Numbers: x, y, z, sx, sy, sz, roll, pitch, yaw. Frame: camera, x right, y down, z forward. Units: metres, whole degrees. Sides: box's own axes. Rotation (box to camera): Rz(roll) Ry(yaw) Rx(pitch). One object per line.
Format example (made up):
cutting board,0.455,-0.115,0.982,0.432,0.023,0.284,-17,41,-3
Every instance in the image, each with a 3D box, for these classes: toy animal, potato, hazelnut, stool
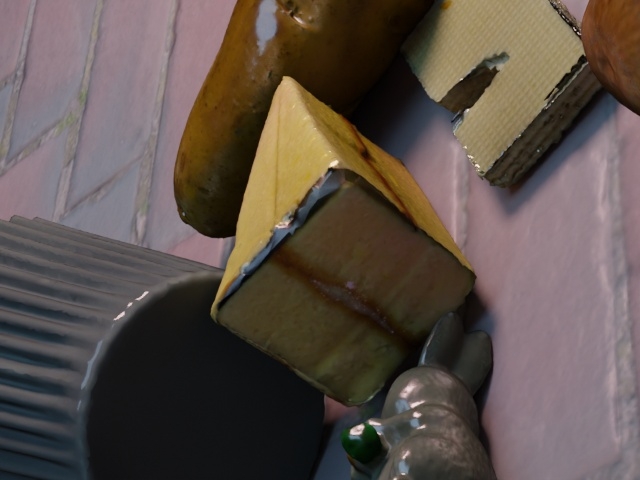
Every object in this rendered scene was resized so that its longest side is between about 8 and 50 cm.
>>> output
toy animal,0.084,0.160,1.418,0.108,0.138,0.236,-50,6,28
potato,-0.027,-0.162,1.766,0.369,0.176,0.195,-57,24,12
hazelnut,0.275,-0.154,1.397,0.150,0.150,0.150,-35,38,33
stool,-0.190,0.136,1.638,0.330,0.297,0.297,7,68,50

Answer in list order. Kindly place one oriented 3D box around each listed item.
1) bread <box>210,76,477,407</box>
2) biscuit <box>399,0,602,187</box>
bread,0.000,-0.003,1.583,0.163,0.168,0.264,-49,23,11
biscuit,0.156,-0.156,1.626,0.147,0.046,0.250,-51,33,15
